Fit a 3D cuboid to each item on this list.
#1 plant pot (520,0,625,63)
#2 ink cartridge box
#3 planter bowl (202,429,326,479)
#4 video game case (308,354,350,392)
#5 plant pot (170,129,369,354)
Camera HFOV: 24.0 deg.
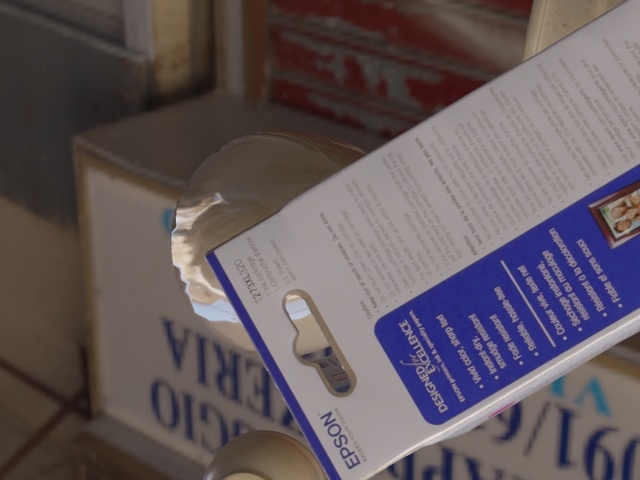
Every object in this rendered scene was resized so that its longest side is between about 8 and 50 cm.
[{"bbox_3d":[0.366,-0.132,1.544,0.306,0.333,0.334,10,-152,12],"label":"plant pot"},{"bbox_3d":[0.131,-0.009,0.929,0.371,0.175,0.069,-30,165,0],"label":"ink cartridge box"},{"bbox_3d":[-0.080,0.326,1.871,0.162,0.162,0.109,5,-175,12],"label":"planter bowl"},{"bbox_3d":[0.046,0.136,1.371,0.087,0.011,0.122,-10,-150,-41],"label":"video game case"},{"bbox_3d":[0.000,0.000,1.565,0.257,0.256,0.274,-10,-178,-19],"label":"plant pot"}]
